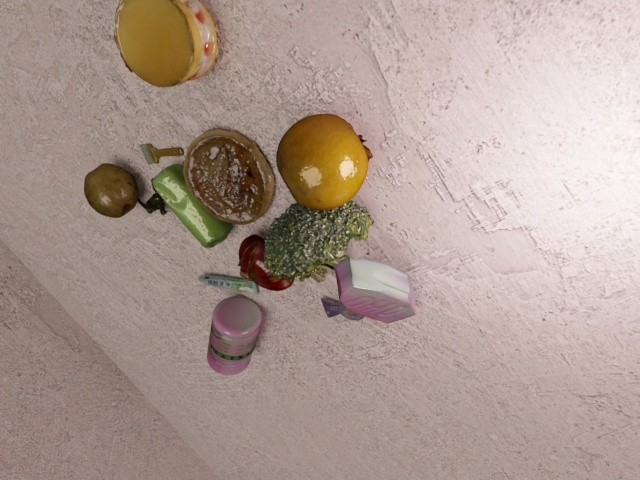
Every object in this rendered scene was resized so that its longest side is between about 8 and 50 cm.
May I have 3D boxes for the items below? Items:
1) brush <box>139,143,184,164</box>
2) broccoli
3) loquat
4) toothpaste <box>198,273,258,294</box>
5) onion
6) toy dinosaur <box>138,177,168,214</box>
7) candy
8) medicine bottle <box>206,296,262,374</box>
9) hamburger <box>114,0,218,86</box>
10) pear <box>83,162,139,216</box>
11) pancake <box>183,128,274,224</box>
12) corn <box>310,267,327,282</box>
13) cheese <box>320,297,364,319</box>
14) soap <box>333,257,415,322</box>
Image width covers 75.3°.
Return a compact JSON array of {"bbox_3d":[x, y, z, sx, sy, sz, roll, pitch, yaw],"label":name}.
[{"bbox_3d":[-0.609,-0.339,1.601,0.218,0.010,0.082,1,120,28],"label":"brush"},{"bbox_3d":[-0.014,-0.018,1.343,0.375,0.302,0.249,-34,78,13],"label":"broccoli"},{"bbox_3d":[0.016,-0.216,1.159,0.275,0.275,0.274,15,126,21],"label":"loquat"},{"bbox_3d":[-0.403,0.184,1.804,0.297,0.048,0.074,6,120,23],"label":"toothpaste"},{"bbox_3d":[-0.206,0.091,1.534,0.248,0.248,0.161,39,90,3],"label":"onion"},{"bbox_3d":[-0.700,-0.192,1.746,0.187,0.087,0.179,-58,46,26],"label":"toy dinosaur"},{"bbox_3d":[-0.483,-0.130,1.585,0.343,0.132,0.142,51,143,-9],"label":"candy"},{"bbox_3d":[-0.387,0.427,1.843,0.212,0.212,0.325,29,130,11],"label":"medicine bottle"},{"bbox_3d":[-0.446,-0.582,1.229,0.261,0.186,0.302,43,122,-3],"label":"hamburger"},{"bbox_3d":[-0.864,-0.194,1.721,0.211,0.188,0.228,49,132,15],"label":"pear"},{"bbox_3d":[-0.323,-0.219,1.457,0.356,0.065,0.356,6,114,13],"label":"pancake"},{"bbox_3d":[-0.056,0.061,1.501,0.211,0.087,0.087,43,132,-9],"label":"corn"},{"bbox_3d":[0.093,0.258,1.562,0.191,0.042,0.105,-5,116,35],"label":"cheese"},{"bbox_3d":[0.170,0.160,1.303,0.324,0.109,0.193,25,140,-36],"label":"soap"}]
